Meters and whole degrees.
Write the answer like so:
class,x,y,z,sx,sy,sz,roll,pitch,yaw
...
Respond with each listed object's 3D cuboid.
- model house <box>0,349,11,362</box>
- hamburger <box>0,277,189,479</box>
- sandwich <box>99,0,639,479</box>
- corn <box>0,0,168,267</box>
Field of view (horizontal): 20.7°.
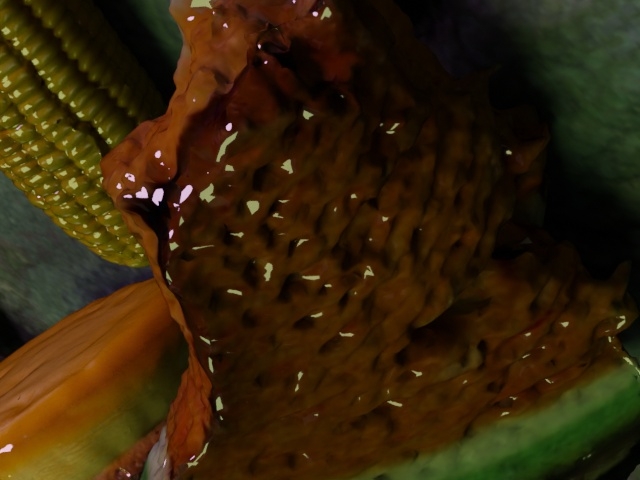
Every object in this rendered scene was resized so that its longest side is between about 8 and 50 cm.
class,x,y,z,sx,sy,sz,roll,pitch,yaw
model house,-0.271,0.096,1.212,0.248,0.181,0.176,11,-169,-8
hamburger,-0.122,0.143,1.007,0.246,0.246,0.170,-19,112,52
sandwich,0.000,0.000,0.771,0.162,0.250,0.301,-125,16,-55
corn,-0.157,-0.103,0.860,0.102,0.102,0.313,-5,130,46
